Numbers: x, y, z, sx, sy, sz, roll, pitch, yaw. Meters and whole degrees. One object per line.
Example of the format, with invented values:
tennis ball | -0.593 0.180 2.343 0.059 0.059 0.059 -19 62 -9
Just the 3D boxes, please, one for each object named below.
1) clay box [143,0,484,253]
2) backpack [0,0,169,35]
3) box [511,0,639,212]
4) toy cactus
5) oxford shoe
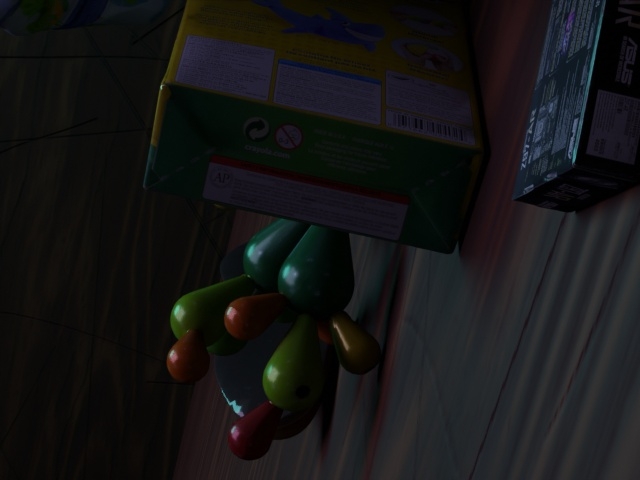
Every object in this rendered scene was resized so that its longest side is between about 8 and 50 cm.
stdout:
clay box | 0.000 -0.077 0.730 0.222 0.127 0.053 -86 9 -63
backpack | -0.119 -0.274 0.770 0.355 0.273 0.290 -53 32 -7
box | 0.075 -0.053 0.449 0.067 0.018 0.083 134 148 -81
toy cactus | 0.000 0.000 0.845 0.180 0.112 0.219 -54 12 23
oxford shoe | -0.020 0.071 1.034 0.212 0.076 0.076 -94 -12 -66
